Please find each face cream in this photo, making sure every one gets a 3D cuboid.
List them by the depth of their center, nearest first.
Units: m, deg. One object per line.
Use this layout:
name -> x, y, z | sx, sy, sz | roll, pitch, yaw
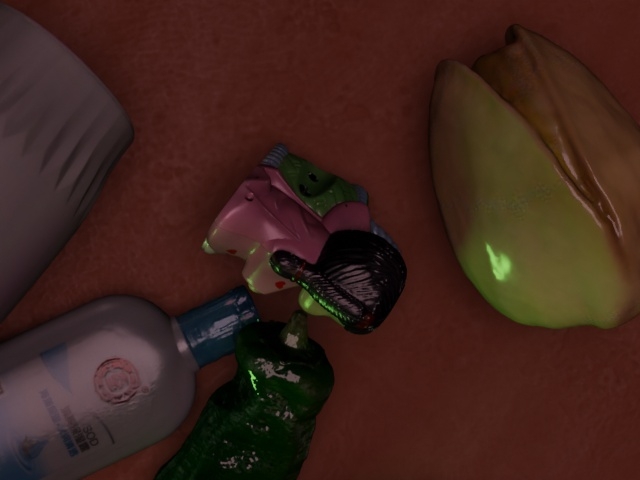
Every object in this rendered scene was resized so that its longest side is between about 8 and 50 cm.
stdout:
face cream -> -0.216, 0.142, 1.835 | 0.337, 0.080, 0.163 | -24, 97, -4

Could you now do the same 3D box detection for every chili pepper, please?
chili pepper -> -0.068, 0.186, 1.816 | 0.136, 0.099, 0.270 | 26, 107, 1

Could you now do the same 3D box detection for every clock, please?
clock -> 0.000, 0.000, 1.800 | 0.195, 0.194, 0.100 | 34, 119, 3

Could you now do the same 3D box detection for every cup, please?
cup -> -0.370, -0.032, 1.718 | 0.253, 0.253, 0.371 | 42, 77, -5

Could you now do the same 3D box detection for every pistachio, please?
pistachio -> 0.225, -0.057, 1.799 | 0.229, 0.238, 0.321 | -25, 74, -10
